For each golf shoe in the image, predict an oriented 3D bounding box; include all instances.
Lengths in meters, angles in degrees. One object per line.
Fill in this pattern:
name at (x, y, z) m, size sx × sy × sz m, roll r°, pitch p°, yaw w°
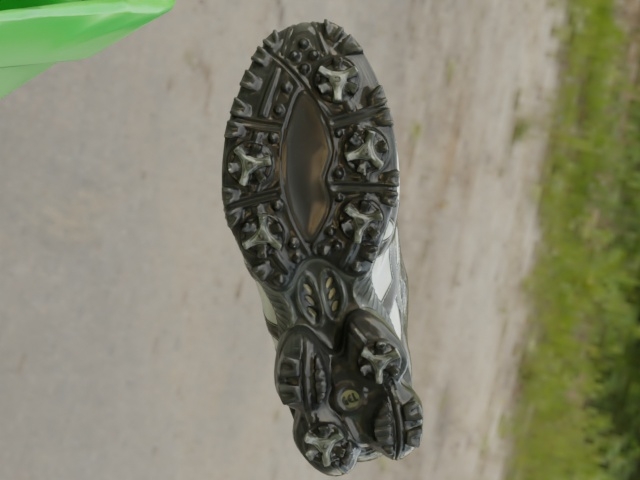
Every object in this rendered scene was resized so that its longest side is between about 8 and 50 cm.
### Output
golf shoe at (0.000, 0.000, 0.718) m, size 0.094 × 0.077 × 0.198 m, roll -87°, pitch 172°, yaw -77°

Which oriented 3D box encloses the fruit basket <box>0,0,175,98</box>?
fruit basket at (-0.192, -0.204, 0.416) m, size 0.283 × 0.392 × 0.392 m, roll -22°, pitch 123°, yaw -65°
